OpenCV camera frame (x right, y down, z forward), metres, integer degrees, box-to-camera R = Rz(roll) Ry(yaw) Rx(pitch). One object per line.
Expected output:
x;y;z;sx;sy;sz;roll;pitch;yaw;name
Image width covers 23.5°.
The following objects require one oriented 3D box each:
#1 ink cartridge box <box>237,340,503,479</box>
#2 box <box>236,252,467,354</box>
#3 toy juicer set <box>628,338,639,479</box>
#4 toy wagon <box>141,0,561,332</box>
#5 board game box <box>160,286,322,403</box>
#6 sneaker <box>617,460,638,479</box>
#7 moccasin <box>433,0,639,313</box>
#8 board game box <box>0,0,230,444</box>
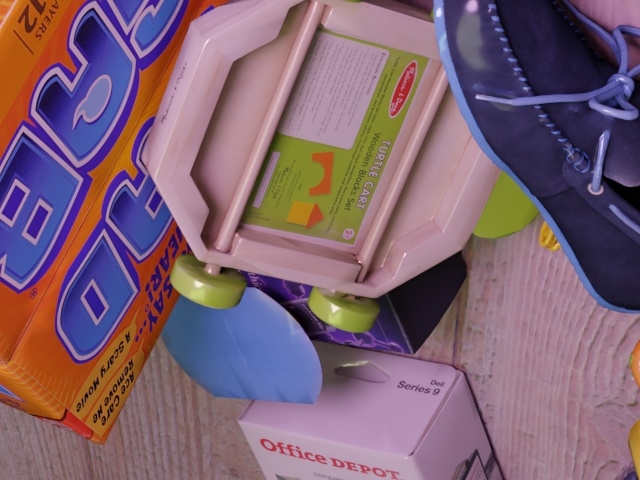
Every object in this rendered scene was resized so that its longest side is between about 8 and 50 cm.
0.068;0.253;1.562;0.211;0.121;0.289;6;135;35;ink cartridge box
0.000;0.000;1.342;0.207;0.108;0.153;5;134;38;box
0.387;0.094;1.150;0.328;0.089;0.209;-8;124;14;toy juicer set
0.044;-0.061;1.151;0.344;0.068;0.267;12;113;-29;toy wagon
-0.068;0.083;1.375;0.168;0.033;0.133;0;127;34;board game box
0.297;0.324;1.471;0.129;0.111;0.297;27;145;3;sneaker
0.201;-0.082;1.087;0.116;0.138;0.342;-6;142;38;moccasin
-0.292;-0.116;1.158;0.356;0.356;0.356;18;161;24;board game box
